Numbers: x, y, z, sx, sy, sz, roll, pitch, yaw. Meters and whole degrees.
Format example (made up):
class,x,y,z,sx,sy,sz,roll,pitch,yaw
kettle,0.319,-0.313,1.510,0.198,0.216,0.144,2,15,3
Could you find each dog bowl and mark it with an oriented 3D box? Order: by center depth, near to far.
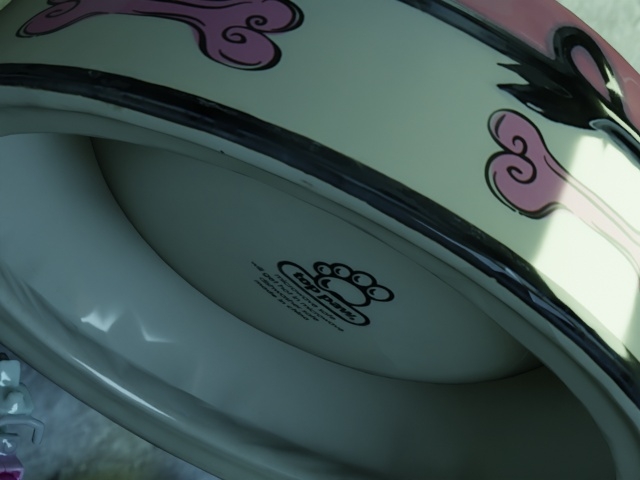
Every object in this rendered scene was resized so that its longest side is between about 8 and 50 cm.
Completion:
class,x,y,z,sx,sy,sz,roll,pitch,yaw
dog bowl,0.000,0.000,0.757,0.408,0.408,0.150,47,58,-37

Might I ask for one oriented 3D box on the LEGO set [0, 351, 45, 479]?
class,x,y,z,sx,sy,sz,roll,pitch,yaw
LEGO set,-0.268,0.096,0.773,0.287,0.107,0.132,-6,110,-33

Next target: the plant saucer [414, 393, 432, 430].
class,x,y,z,sx,sy,sz,roll,pitch,yaw
plant saucer,0.125,0.158,1.050,0.332,0.084,0.332,-18,116,-42
